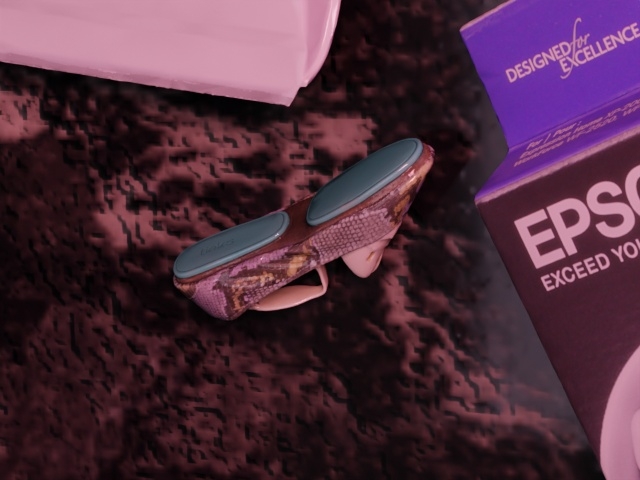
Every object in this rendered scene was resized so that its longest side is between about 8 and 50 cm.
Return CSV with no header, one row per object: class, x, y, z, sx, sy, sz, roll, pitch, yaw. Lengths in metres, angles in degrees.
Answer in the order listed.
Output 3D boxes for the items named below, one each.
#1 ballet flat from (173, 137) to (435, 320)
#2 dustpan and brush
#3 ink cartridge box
ballet flat,0.000,0.000,0.635,0.114,0.041,0.041,-26,89,23
dustpan and brush,-0.052,-0.166,0.621,0.147,0.060,0.211,11,109,24
ink cartridge box,0.152,-0.011,0.537,0.206,0.045,0.208,-26,89,40
